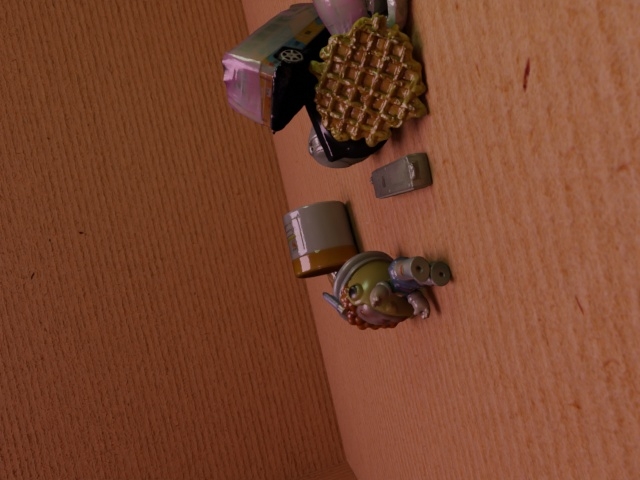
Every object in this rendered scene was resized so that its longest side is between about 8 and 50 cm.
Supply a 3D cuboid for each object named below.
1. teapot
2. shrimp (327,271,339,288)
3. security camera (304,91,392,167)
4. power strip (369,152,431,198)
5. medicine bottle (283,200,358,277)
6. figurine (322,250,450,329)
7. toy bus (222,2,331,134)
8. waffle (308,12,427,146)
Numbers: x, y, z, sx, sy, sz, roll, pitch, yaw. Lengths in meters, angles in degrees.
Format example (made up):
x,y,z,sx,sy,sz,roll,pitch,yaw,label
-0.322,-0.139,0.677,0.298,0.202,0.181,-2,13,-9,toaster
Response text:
x,y,z,sx,sy,sz,roll,pitch,yaw,label
0.094,-0.510,0.975,0.163,0.222,0.178,-55,-48,-47,teapot
0.071,0.071,1.872,0.233,0.071,0.364,161,97,-69,shrimp
0.065,-0.276,1.186,0.277,0.191,0.197,134,112,-80,security camera
0.184,-0.148,1.091,0.272,0.052,0.078,177,81,-78,power strip
0.000,0.000,1.672,0.238,0.238,0.231,122,135,-74,medicine bottle
0.193,0.109,1.161,0.382,0.225,0.205,-25,54,54,figurine
-0.071,-0.437,1.099,0.386,0.162,0.171,-57,-10,-38,toy bus
0.091,-0.316,0.957,0.243,0.238,0.059,68,-153,-13,waffle
